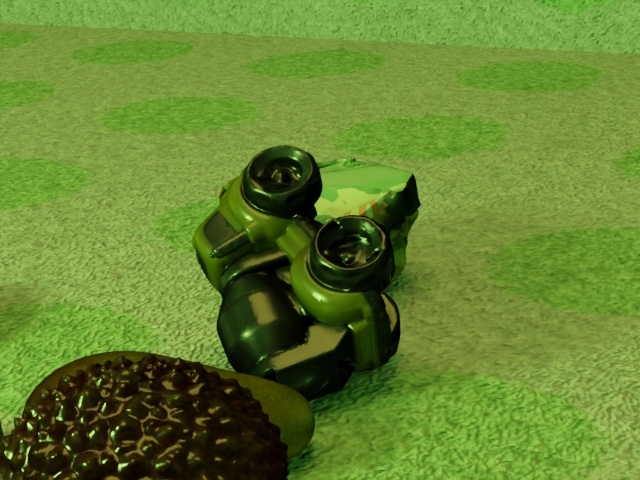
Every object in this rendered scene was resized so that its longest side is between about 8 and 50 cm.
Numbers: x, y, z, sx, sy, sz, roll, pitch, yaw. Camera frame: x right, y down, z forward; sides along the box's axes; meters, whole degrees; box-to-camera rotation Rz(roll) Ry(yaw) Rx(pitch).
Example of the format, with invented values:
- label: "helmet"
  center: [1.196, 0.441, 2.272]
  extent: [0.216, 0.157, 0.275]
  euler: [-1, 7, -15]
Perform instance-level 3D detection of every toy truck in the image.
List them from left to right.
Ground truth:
- label: "toy truck"
  center: [-0.035, 0.037, 1.192]
  extent: [0.165, 0.147, 0.224]
  euler: [-30, 54, -15]

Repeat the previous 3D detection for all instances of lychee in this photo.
- label: "lychee"
  center: [-0.112, 0.156, 0.810]
  extent: [0.188, 0.188, 0.188]
  euler: [-3, 19, 1]

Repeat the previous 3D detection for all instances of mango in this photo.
- label: "mango"
  center: [-0.115, 0.140, 1.034]
  extent: [0.227, 0.099, 0.136]
  euler: [3, 11, -10]

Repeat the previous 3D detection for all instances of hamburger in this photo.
- label: "hamburger"
  center: [0.002, 0.000, 1.392]
  extent: [0.214, 0.125, 0.235]
  euler: [-25, 36, -25]

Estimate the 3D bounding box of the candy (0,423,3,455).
- label: "candy"
  center: [-0.415, 0.127, 0.948]
  extent: [0.358, 0.208, 0.145]
  euler: [-14, 27, -32]
